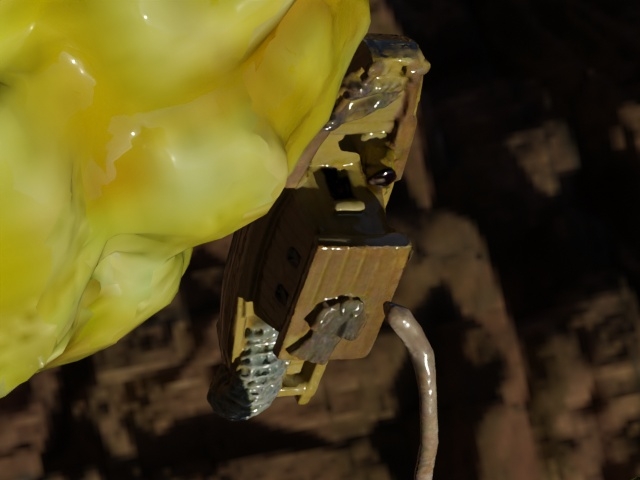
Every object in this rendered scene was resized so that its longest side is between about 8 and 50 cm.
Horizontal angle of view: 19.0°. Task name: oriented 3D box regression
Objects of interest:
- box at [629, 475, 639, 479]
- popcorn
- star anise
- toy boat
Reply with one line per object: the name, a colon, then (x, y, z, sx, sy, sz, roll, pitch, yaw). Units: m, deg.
box: (0.307, 0.268, 1.715, 0.220, 0.141, 0.064, 69, -4, -60)
popcorn: (-0.122, -0.094, 0.521, 0.335, 0.279, 0.274, 59, 37, -50)
star anise: (0.028, 0.140, 1.125, 0.218, 0.227, 0.148, 29, 23, -44)
toy boat: (0.000, 0.000, 1.214, 0.321, 0.089, 0.121, 111, -31, -41)
